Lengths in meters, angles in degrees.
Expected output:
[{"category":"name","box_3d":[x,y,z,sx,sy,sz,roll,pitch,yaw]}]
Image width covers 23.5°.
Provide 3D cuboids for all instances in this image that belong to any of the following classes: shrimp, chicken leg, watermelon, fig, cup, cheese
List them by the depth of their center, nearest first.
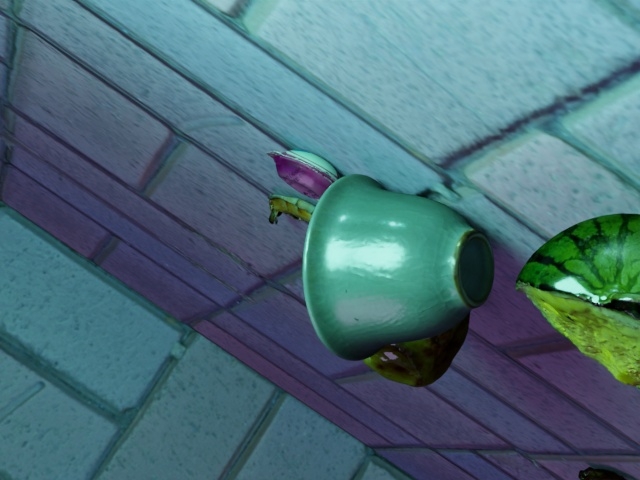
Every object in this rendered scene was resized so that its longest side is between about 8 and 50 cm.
[{"category":"watermelon","box_3d":[0.273,0.047,1.281,0.204,0.127,0.232,26,167,30]},{"category":"cup","box_3d":[0.096,0.028,1.588,0.150,0.199,0.199,-1,149,35]},{"category":"cheese","box_3d":[0.004,-0.063,1.719,0.145,0.038,0.095,31,170,-18]},{"category":"fig","box_3d":[0.105,0.091,1.827,0.166,0.144,0.154,-103,-7,-79]},{"category":"shrimp","box_3d":[-0.002,0.003,1.966,0.147,0.035,0.195,18,153,41]},{"category":"chicken leg","box_3d":[0.430,0.358,2.253,0.062,0.037,0.145,14,175,-22]}]
